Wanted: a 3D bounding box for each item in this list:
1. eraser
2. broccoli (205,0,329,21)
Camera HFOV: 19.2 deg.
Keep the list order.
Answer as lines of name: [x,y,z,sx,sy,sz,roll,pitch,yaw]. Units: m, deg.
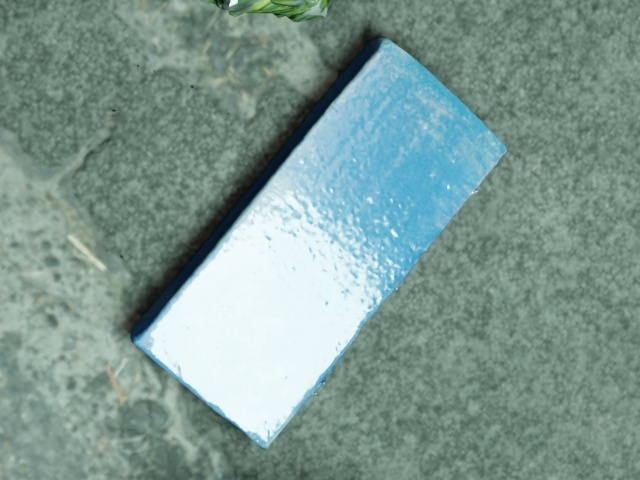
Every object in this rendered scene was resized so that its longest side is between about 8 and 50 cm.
eraser: [0.000,0.000,1.486,0.144,0.042,0.312,41,83,-16]
broccoli: [-0.002,-0.339,1.339,0.249,0.302,0.375,38,88,21]
